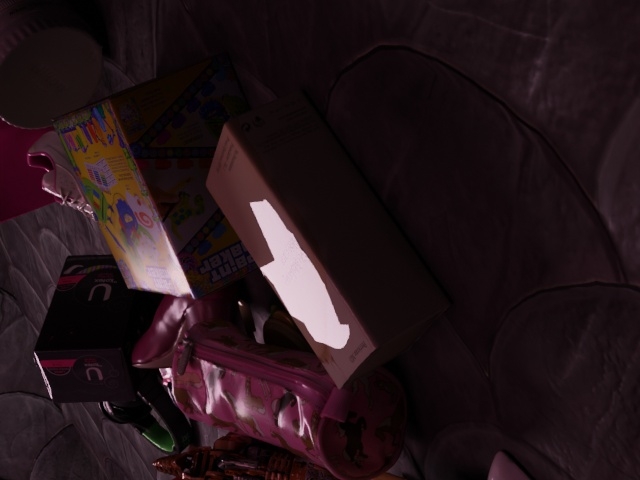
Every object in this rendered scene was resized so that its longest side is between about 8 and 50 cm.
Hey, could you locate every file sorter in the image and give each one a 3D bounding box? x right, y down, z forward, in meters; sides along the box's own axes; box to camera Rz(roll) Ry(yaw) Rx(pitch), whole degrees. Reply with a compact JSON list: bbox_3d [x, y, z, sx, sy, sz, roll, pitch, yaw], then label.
[{"bbox_3d":[-0.597,-0.219,2.038,0.182,0.202,0.290,51,153,29],"label":"file sorter"}]

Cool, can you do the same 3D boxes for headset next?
[{"bbox_3d":[-0.462,0.349,2.362,0.394,0.185,0.243,44,151,12],"label":"headset"}]

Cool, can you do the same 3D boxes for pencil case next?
[{"bbox_3d":[-0.053,0.210,1.418,0.386,0.167,0.160,9,102,49],"label":"pencil case"}]

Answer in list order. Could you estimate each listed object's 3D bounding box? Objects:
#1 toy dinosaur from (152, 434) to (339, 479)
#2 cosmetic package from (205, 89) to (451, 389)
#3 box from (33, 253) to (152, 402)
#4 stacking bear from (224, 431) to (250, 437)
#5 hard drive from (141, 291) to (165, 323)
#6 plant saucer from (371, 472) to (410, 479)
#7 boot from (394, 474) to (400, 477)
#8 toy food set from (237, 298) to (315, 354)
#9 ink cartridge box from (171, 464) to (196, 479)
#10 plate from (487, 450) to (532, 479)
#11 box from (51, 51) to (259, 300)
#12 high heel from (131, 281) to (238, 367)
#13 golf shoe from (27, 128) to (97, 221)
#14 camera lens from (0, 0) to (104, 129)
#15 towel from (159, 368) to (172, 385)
[{"bbox_3d":[-0.100,0.332,1.515,0.322,0.164,0.218,23,171,37],"label":"toy dinosaur"},{"bbox_3d":[0.000,0.000,1.209,0.309,0.113,0.160,56,154,15],"label":"cosmetic package"},{"bbox_3d":[-0.419,0.162,1.972,0.270,0.165,0.143,-88,-6,-51],"label":"box"},{"bbox_3d":[-0.065,0.424,1.722,0.289,0.164,0.175,3,118,57],"label":"stacking bear"},{"bbox_3d":[-0.272,0.137,1.937,0.172,0.054,0.254,29,140,50],"label":"hard drive"},{"bbox_3d":[0.094,0.461,1.226,0.081,0.332,0.333,34,164,-21],"label":"plant saucer"},{"bbox_3d":[0.091,0.390,1.495,0.246,0.083,0.161,41,136,39],"label":"boot"},{"bbox_3d":[-0.035,0.158,1.533,0.192,0.038,0.132,31,147,31],"label":"toy food set"},{"bbox_3d":[-0.149,0.603,1.899,0.384,0.279,0.160,48,152,29],"label":"ink cartridge box"},{"bbox_3d":[0.263,0.417,1.201,0.278,0.045,0.277,47,150,30],"label":"plate"},{"bbox_3d":[-0.207,-0.084,1.444,0.290,0.177,0.279,2,117,61],"label":"box"},{"bbox_3d":[-0.234,0.120,1.772,0.377,0.127,0.181,-21,70,56],"label":"high heel"},{"bbox_3d":[-0.426,-0.085,1.914,0.306,0.140,0.115,51,152,19],"label":"golf shoe"},{"bbox_3d":[-0.512,-0.342,1.719,0.274,0.219,0.219,47,151,30],"label":"camera lens"},{"bbox_3d":[-0.324,0.228,2.160,0.144,0.029,0.197,7,121,60],"label":"towel"}]
